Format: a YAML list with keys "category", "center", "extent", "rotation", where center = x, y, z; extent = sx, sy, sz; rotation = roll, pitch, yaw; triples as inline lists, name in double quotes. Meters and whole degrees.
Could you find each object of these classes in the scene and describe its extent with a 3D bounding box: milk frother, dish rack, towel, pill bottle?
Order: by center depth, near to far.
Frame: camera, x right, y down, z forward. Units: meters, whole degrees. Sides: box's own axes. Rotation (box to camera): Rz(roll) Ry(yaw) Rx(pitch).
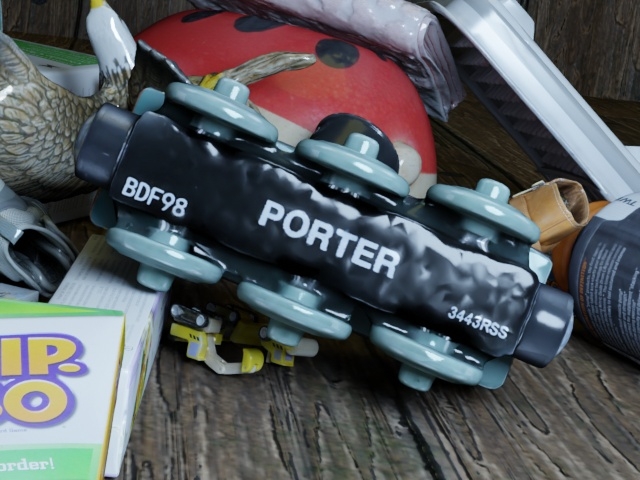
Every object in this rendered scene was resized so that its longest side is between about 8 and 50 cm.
- category: "pill bottle"
  center: [0.271, 0.037, 1.172]
  extent: [0.130, 0.130, 0.246]
  rotation: [2, 13, -25]
- category: "milk frother"
  center: [0.018, -0.008, 1.351]
  extent: [0.143, 0.129, 0.134]
  rotation: [36, 53, 2]
- category: "dish rack"
  center: [0.230, -0.141, 1.635]
  extent: [0.333, 0.072, 0.285]
  rotation: [47, 2, -8]
- category: "towel"
  center: [-0.017, -0.233, 1.671]
  extent: [0.332, 0.053, 0.317]
  rotation: [22, -6, 15]

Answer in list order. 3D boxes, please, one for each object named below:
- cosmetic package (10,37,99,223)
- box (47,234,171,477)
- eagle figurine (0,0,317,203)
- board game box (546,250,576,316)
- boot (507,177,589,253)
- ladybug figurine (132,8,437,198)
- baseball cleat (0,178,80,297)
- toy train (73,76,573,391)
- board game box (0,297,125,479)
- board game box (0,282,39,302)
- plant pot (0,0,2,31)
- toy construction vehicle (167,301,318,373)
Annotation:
- category: "cosmetic package"
  center: [-0.335, -0.091, 1.369]
  extent: [0.197, 0.155, 0.365]
  rotation: [14, 12, 18]
- category: "box"
  center: [-0.135, 0.061, 0.973]
  extent: [0.067, 0.063, 0.324]
  rotation: [8, 11, -3]
- category: "eagle figurine"
  center: [-0.156, -0.094, 1.250]
  extent: [0.225, 0.226, 0.298]
  rotation: [42, 19, -2]
- category: "board game box"
  center: [0.258, 0.031, 1.429]
  extent: [0.201, 0.035, 0.136]
  rotation: [-1, 14, -34]
- category: "boot"
  center: [0.142, -0.004, 1.250]
  extent: [0.073, 0.152, 0.197]
  rotation: [50, 18, -13]
- category: "ladybug figurine"
  center: [-0.051, -0.132, 1.595]
  extent: [0.449, 0.162, 0.305]
  rotation: [19, 0, 45]
- category: "baseball cleat"
  center: [-0.219, 0.009, 1.158]
  extent: [0.109, 0.072, 0.206]
  rotation: [39, -2, 11]
- category: "toy train"
  center: [0.000, 0.000, 1.033]
  extent: [0.334, 0.142, 0.190]
  rotation: [21, -3, -2]
- category: "board game box"
  center: [-0.159, 0.092, 0.717]
  extent: [0.124, 0.039, 0.259]
  rotation: [6, 25, -5]
- category: "board game box"
  center: [-0.285, 0.041, 1.070]
  extent: [0.154, 0.026, 0.103]
  rotation: [11, 12, 19]
- category: "plant pot"
  center: [-0.552, -0.239, 1.600]
  extent: [0.334, 0.341, 0.341]
  rotation: [-12, 21, -38]
- category: "toy construction vehicle"
  center: [-0.058, 0.069, 1.073]
  extent: [0.098, 0.035, 0.086]
  rotation: [19, 5, 37]
